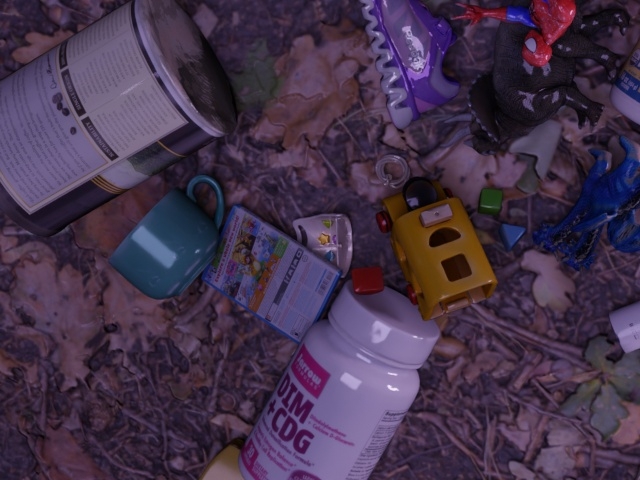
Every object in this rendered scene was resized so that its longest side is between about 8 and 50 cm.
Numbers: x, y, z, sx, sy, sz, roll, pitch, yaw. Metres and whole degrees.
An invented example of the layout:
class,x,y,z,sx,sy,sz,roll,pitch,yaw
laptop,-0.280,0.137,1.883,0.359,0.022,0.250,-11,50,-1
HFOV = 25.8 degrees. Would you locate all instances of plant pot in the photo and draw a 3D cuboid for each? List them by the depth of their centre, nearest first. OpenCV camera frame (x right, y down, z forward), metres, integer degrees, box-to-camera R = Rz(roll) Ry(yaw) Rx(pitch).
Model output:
class,x,y,z,sx,sy,sz,roll,pitch,yaw
plant pot,-0.114,0.312,1.858,0.081,0.081,0.083,27,97,4

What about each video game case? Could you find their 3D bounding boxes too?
class,x,y,z,sx,sy,sz,roll,pitch,yaw
video game case,-0.064,0.044,1.790,0.166,0.015,0.119,33,116,14

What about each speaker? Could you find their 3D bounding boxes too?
class,x,y,z,sx,sy,sz,roll,pitch,yaw
speaker,0.425,0.088,1.700,0.136,0.055,0.055,-24,97,16

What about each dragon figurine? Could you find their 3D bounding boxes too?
class,x,y,z,sx,sy,sz,roll,pitch,yaw
dragon figurine,0.345,-0.038,1.612,0.085,0.289,0.144,24,78,-15

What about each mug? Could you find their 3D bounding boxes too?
class,x,y,z,sx,sy,sz,roll,pitch,yaw
mug,-0.182,0.003,1.767,0.097,0.129,0.158,43,114,-2

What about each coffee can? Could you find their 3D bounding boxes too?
class,x,y,z,sx,sy,sz,roll,pitch,yaw
coffee can,-0.270,-0.155,1.710,0.275,0.201,0.201,-28,96,17

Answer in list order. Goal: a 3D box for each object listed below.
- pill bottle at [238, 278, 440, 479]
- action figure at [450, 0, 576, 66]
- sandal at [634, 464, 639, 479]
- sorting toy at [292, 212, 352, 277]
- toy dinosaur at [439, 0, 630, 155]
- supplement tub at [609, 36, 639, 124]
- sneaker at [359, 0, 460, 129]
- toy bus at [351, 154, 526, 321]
class,x,y,z,sx,sy,sz,roll,pitch,yaw
pill bottle,0.025,0.200,1.756,0.160,0.160,0.283,29,107,4
action figure,0.233,-0.333,1.561,0.139,0.091,0.280,10,79,0
sandal,0.417,0.349,1.768,0.072,0.049,0.180,14,106,8
sorting toy,0.000,0.000,1.778,0.075,0.045,0.083,3,106,20
toy dinosaur,0.264,-0.219,1.627,0.160,0.121,0.313,20,110,0
supplement tub,0.433,-0.213,1.578,0.144,0.144,0.199,28,107,4
sneaker,0.106,-0.257,1.670,0.105,0.095,0.236,-15,105,8
toy bus,0.135,-0.009,1.666,0.202,0.104,0.191,22,72,6
